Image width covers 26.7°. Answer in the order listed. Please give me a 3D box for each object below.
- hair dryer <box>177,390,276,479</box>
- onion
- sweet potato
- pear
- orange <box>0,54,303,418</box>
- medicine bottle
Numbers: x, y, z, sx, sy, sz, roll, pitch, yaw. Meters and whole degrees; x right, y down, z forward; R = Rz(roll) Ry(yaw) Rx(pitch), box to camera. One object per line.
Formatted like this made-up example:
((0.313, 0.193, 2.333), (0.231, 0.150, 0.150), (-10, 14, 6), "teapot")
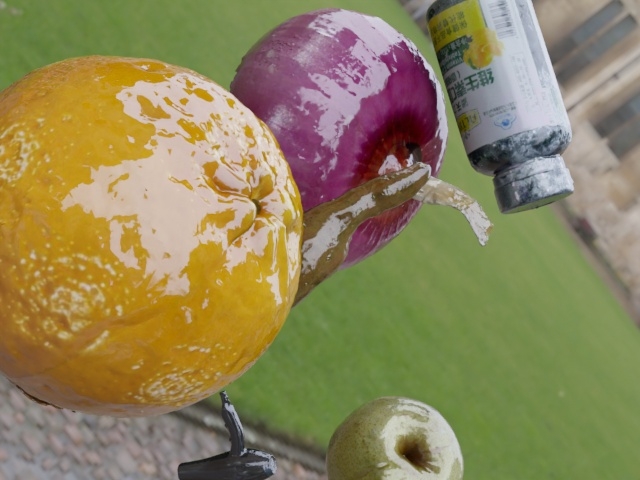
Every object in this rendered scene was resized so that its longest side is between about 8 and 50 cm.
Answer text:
((-0.078, 0.153, 1.043), (0.031, 0.079, 0.083), (-60, 142, -65), "hair dryer")
((0.033, -0.135, 1.793), (0.358, 0.345, 0.358), (11, 76, -47), "onion")
((0.001, -0.003, 1.382), (0.075, 0.269, 0.075), (48, -5, 6), "sweet potato")
((0.085, 0.265, 1.570), (0.167, 0.136, 0.167), (13, 61, -26), "pear")
((-0.172, -0.006, 1.229), (0.340, 0.293, 0.341), (35, 46, -46), "orange")
((0.242, -0.185, 1.758), (0.141, 0.141, 0.293), (7, 65, -75), "medicine bottle")
